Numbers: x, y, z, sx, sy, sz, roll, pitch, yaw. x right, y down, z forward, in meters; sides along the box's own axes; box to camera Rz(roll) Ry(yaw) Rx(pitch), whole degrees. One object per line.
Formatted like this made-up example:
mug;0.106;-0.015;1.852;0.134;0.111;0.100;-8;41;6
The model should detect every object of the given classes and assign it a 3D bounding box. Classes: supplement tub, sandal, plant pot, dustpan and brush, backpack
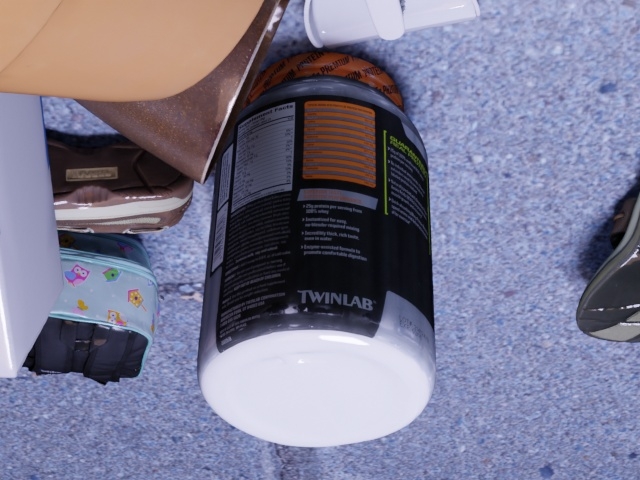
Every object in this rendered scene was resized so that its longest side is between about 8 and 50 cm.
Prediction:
supplement tub;0.000;0.000;1.075;0.193;0.316;0.193;2;142;1
sandal;0.347;-0.013;1.245;0.120;0.086;0.303;13;126;-6
plant pot;-0.151;-0.188;0.959;0.230;0.215;0.215;25;139;-3
plant pot;-0.155;-0.203;0.730;0.203;0.291;0.291;16;142;-43
dustpan and brush;0.041;-0.221;0.998;0.147;0.060;0.211;-9;141;13
backpack;-0.247;0.065;1.293;0.166;0.144;0.188;12;163;-10

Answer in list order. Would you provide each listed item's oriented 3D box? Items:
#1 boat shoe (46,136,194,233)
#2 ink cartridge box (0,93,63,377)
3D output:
boat shoe;-0.253;-0.042;1.211;0.257;0.095;0.095;5;148;-4
ink cartridge box;-0.443;-0.048;1.061;0.395;0.166;0.285;2;116;4
